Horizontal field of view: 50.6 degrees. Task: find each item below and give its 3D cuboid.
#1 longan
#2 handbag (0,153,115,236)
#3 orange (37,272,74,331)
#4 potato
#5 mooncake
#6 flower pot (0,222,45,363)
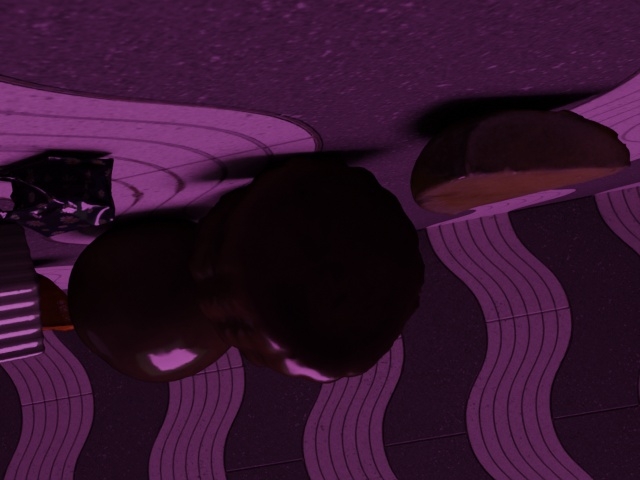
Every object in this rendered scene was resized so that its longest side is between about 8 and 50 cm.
[{"bbox_3d":[-0.307,0.108,1.299,0.361,0.360,0.361,-11,176,-1],"label":"longan"},{"bbox_3d":[-0.295,-0.049,0.694,0.115,0.072,0.139,-11,172,26],"label":"handbag"},{"bbox_3d":[-0.742,0.186,1.602,0.310,0.274,0.274,23,-178,10],"label":"orange"},{"bbox_3d":[0.225,-0.117,0.878,0.270,0.111,0.255,-17,170,35],"label":"potato"},{"bbox_3d":[-0.022,0.043,0.996,0.324,0.323,0.187,-8,179,-34],"label":"mooncake"},{"bbox_3d":[-0.539,0.092,1.029,0.190,0.239,0.209,-7,142,-29],"label":"flower pot"}]
